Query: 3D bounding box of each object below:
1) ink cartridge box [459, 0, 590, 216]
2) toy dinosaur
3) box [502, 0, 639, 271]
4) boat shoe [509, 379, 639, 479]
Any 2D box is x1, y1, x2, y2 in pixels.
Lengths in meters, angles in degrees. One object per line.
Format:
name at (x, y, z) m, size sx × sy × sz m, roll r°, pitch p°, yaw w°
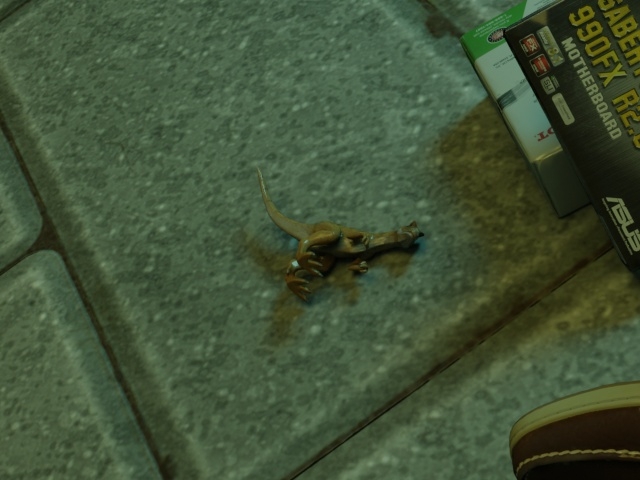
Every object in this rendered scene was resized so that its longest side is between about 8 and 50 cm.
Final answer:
ink cartridge box at (0.241, -0.142, 1.219) m, size 0.153 × 0.087 × 0.208 m, roll -27°, pitch 44°, yaw 9°
toy dinosaur at (0.000, 0.000, 1.278) m, size 0.211 × 0.064 × 0.112 m, roll 14°, pitch 43°, yaw 29°
box at (0.285, -0.117, 1.082) m, size 0.183 × 0.231 × 0.056 m, roll -27°, pitch 4°, yaw 9°
boat shoe at (0.287, 0.180, 0.889) m, size 0.342 × 0.123 × 0.123 m, roll 1°, pitch 52°, yaw 25°
